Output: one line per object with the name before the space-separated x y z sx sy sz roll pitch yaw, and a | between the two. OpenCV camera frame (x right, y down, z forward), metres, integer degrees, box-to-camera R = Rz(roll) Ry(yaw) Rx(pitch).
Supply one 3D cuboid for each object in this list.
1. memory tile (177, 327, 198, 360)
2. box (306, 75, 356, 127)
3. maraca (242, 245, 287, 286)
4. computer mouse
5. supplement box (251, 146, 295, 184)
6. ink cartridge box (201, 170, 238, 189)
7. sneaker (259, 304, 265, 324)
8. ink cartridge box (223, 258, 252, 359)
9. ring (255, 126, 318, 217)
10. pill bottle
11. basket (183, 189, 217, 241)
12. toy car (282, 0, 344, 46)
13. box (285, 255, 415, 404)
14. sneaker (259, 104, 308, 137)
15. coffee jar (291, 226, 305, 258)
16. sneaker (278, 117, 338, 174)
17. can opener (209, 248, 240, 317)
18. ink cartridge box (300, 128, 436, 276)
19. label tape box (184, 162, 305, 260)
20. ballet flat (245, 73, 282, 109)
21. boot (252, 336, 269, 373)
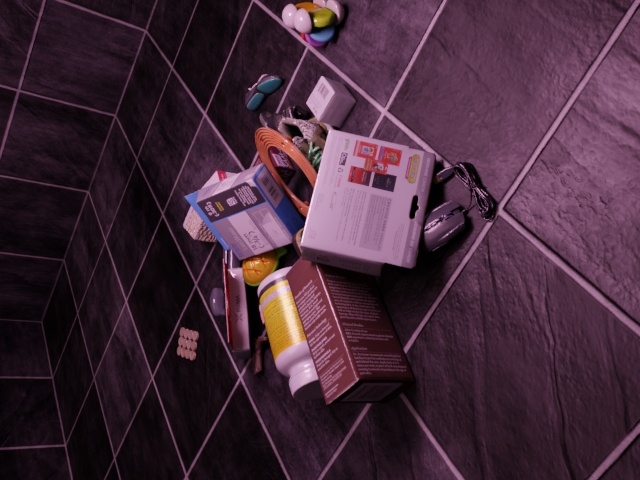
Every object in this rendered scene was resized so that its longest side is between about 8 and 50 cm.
memory tile | -0.509 0.397 2.464 0.148 0.012 0.113 3 84 52
box | 0.031 -0.405 1.880 0.102 0.087 0.101 -57 42 29
maraca | -0.178 0.063 2.043 0.127 0.099 0.185 37 90 37
computer mouse | 0.274 -0.069 1.506 0.262 0.060 0.184 -43 51 38
supplement box | -0.186 -0.186 2.126 0.239 0.073 0.130 -56 44 30
ink cartridge box | -0.291 -0.162 2.073 0.109 0.151 0.063 -43 55 39
sneaker | -0.152 0.202 2.007 0.134 0.051 0.070 -49 52 40
ink cartridge box | -0.261 0.217 2.039 0.239 0.060 0.275 97 167 -68
ring | -0.070 -0.185 1.834 0.032 0.336 0.337 -38 35 -17
pill bottle | -0.048 0.253 1.747 0.188 0.188 0.333 -46 48 36
basket | -0.417 -0.086 2.373 0.103 0.113 0.167 50 121 43
toy car | -0.019 -0.668 1.982 0.182 0.159 0.136 42 150 48
box | 0.065 0.211 1.607 0.143 0.191 0.381 -46 48 36
sneaker | -0.109 -0.389 2.065 0.227 0.087 0.130 45 116 44
coffee jar | 0.000 0.000 1.820 0.184 0.079 0.096 -14 105 51
sneaker | -0.007 -0.225 1.809 0.158 0.182 0.410 -61 41 23
can opener | -0.329 0.124 2.221 0.076 0.095 0.283 -19 68 49
ink cartridge box | 0.117 -0.083 1.565 0.130 0.272 0.309 89 -166 -73
label tape box | -0.253 -0.067 1.970 0.334 0.240 0.106 -19 29 31
ballet flat | -0.203 -0.534 2.235 0.203 0.074 0.074 -33 57 47
boot | -0.188 0.364 2.030 0.106 0.037 0.114 148 127 -60
